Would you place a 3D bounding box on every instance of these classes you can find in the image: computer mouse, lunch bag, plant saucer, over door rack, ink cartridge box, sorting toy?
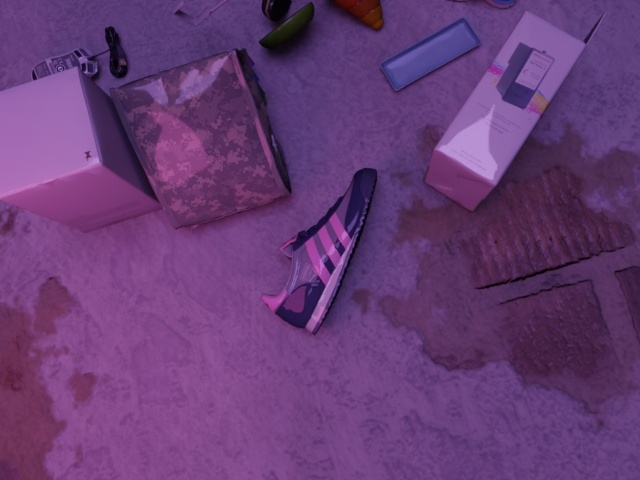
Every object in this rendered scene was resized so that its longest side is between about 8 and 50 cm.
[{"bbox_3d":[-0.489,-0.353,1.265,0.193,0.042,0.106,-22,84,-5],"label":"computer mouse"},{"bbox_3d":[-0.202,-0.177,1.137,0.235,0.169,0.286,-17,106,5],"label":"lunch bag"},{"bbox_3d":[0.213,-0.360,1.212,0.192,0.018,0.067,-29,79,-1],"label":"plant saucer"},{"bbox_3d":[-0.119,-0.549,1.173,0.324,0.108,0.239,-17,61,20],"label":"over door rack"},{"bbox_3d":[0.327,-0.242,1.084,0.119,0.207,0.353,33,84,8],"label":"ink cartridge box"},{"bbox_3d":[-0.016,-0.391,1.213,0.366,0.127,0.126,-38,109,1],"label":"sorting toy"}]

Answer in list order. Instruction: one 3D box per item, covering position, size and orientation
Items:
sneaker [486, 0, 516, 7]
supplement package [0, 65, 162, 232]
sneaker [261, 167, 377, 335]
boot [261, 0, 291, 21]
[{"bbox_3d":[0.305,-0.501,1.199,0.162,0.073,0.063,12,82,7],"label":"sneaker"},{"bbox_3d":[-0.419,-0.143,1.093,0.178,0.293,0.175,-17,79,1],"label":"supplement package"},{"bbox_3d":[0.000,0.000,1.121,0.131,0.112,0.318,22,82,6],"label":"sneaker"},{"bbox_3d":[-0.122,-0.531,1.252,0.137,0.077,0.197,10,68,12],"label":"boot"}]
